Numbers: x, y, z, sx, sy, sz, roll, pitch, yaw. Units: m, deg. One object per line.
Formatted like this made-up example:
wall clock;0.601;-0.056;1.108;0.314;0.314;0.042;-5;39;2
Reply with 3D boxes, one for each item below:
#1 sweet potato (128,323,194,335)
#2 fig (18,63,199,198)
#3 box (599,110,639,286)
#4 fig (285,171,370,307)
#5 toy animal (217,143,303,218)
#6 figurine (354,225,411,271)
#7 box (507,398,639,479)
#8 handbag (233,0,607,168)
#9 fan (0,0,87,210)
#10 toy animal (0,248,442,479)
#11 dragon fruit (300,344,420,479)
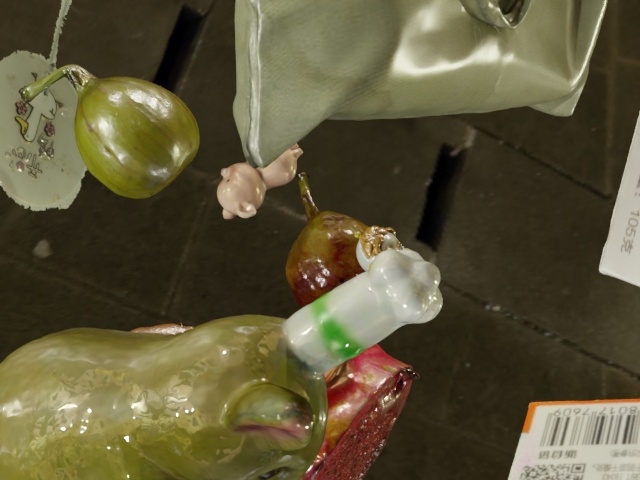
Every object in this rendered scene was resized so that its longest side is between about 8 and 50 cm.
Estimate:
sweet potato;-0.285;0.165;1.616;0.194;0.056;0.056;-19;92;-14
fig;-0.232;-0.140;1.251;0.142;0.148;0.186;-26;87;-53
box;0.233;-0.083;0.434;0.111;0.194;0.260;14;95;-14
fig;0.033;-0.004;1.871;0.190;0.190;0.290;26;46;-21
toy animal;-0.088;-0.088;1.496;0.150;0.083;0.089;-43;78;-1
figurine;0.105;0.044;1.566;0.143;0.068;0.101;49;38;-15
box;0.208;0.171;0.498;0.265;0.273;0.048;-55;133;-51
handbag;0.074;-0.182;0.582;0.315;0.109;0.253;-13;107;-44
fan;-0.407;-0.242;1.578;0.233;0.012;0.415;37;53;-54
toy animal;-0.077;0.133;0.751;0.180;0.363;0.181;64;31;-31
dragon fruit;-0.025;0.305;1.704;0.249;0.386;0.371;30;92;18
